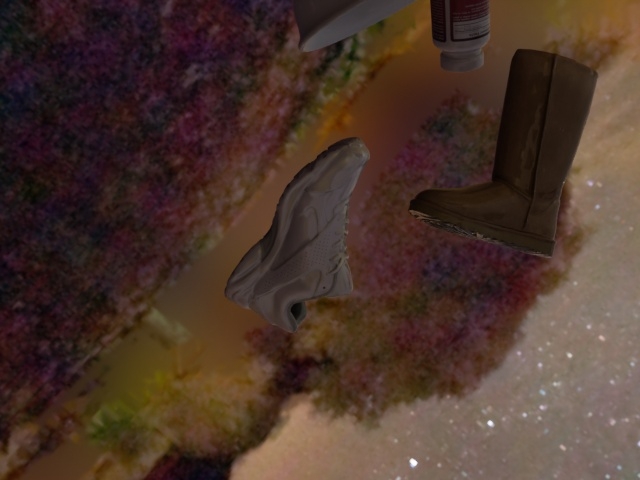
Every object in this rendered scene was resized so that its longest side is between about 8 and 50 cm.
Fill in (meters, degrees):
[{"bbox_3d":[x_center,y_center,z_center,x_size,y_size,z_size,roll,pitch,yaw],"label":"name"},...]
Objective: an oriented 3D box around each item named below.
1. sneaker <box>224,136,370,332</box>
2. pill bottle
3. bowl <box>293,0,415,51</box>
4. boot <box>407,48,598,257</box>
[{"bbox_3d":[0.000,0.000,0.811,0.232,0.115,0.090,-56,174,28],"label":"sneaker"},{"bbox_3d":[0.202,-0.328,1.125,0.086,0.086,0.152,-48,139,-47],"label":"pill bottle"},{"bbox_3d":[0.067,-0.439,1.283,0.297,0.134,0.298,-27,-175,3],"label":"bowl"},{"bbox_3d":[0.251,-0.131,1.065,0.089,0.236,0.270,6,-98,67],"label":"boot"}]
